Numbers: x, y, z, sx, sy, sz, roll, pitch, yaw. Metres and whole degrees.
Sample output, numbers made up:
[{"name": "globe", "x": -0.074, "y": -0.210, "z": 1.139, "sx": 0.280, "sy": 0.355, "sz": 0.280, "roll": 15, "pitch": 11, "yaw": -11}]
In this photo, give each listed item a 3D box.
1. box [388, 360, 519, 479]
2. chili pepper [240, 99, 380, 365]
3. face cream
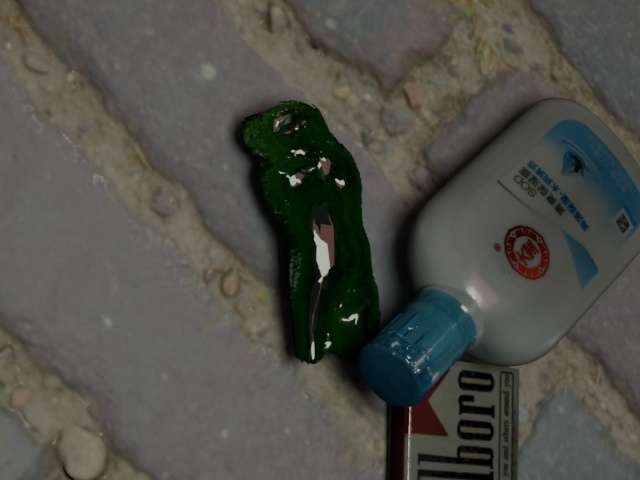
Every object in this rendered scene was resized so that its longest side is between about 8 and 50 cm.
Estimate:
[{"name": "box", "x": 0.108, "y": 0.189, "z": 1.223, "sx": 0.115, "sy": 0.036, "sz": 0.177, "roll": 9, "pitch": 76, "yaw": -28}, {"name": "chili pepper", "x": 0.001, "y": 0.000, "z": 1.180, "sx": 0.098, "sy": 0.061, "sz": 0.224, "roll": -15, "pitch": 87, "yaw": -40}, {"name": "face cream", "x": 0.152, "y": 0.016, "z": 1.239, "sx": 0.163, "sy": 0.080, "sz": 0.336, "roll": 52, "pitch": 53, "yaw": -3}]
